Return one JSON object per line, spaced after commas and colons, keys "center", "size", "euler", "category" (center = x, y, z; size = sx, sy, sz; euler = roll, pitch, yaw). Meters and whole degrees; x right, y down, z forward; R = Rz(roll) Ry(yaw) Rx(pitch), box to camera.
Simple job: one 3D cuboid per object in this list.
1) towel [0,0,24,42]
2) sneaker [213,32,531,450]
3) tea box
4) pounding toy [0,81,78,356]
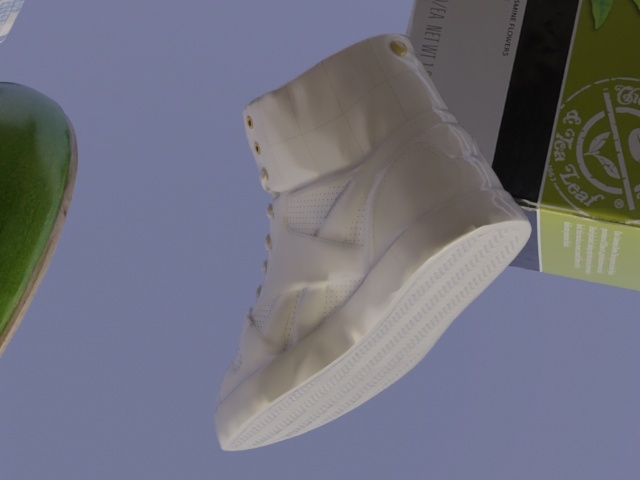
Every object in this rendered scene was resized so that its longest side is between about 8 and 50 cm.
{"center": [-0.302, -0.153, 1.237], "size": [0.209, 0.285, 0.034], "euler": [-37, -90, -23], "category": "towel"}
{"center": [0.000, 0.000, 1.020], "size": [0.292, 0.108, 0.169], "euler": [-47, -119, 42], "category": "sneaker"}
{"center": [0.234, -0.144, 1.217], "size": [0.323, 0.220, 0.329], "euler": [10, -101, 9], "category": "tea box"}
{"center": [-0.203, 0.008, 0.623], "size": [0.237, 0.110, 0.183], "euler": [-26, -141, 42], "category": "pounding toy"}
